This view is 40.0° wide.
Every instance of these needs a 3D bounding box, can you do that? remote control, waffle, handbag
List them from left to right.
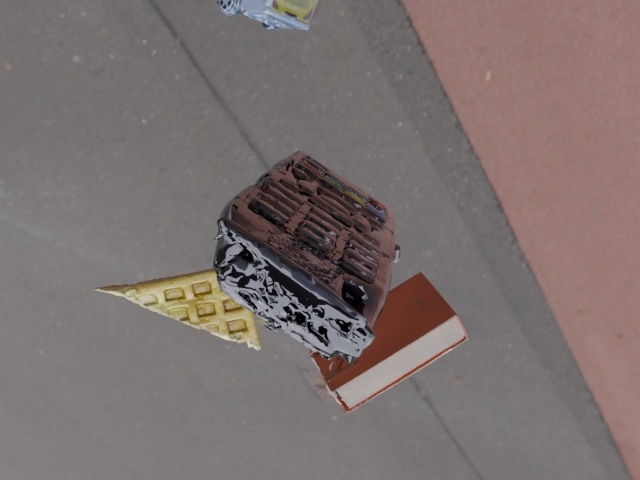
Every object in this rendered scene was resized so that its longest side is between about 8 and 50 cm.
[{"bbox_3d":[-0.179,0.101,1.119,0.191,0.125,0.032,-12,-178,-16],"label":"waffle"},{"bbox_3d":[0.000,0.000,0.709,0.145,0.399,0.062,35,102,-1],"label":"remote control"},{"bbox_3d":[0.083,0.132,1.152,0.190,0.127,0.062,-32,119,0],"label":"handbag"}]

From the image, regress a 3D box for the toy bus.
[{"bbox_3d":[-0.077,-0.251,0.826,0.064,0.190,0.075,8,112,-44],"label":"toy bus"}]
